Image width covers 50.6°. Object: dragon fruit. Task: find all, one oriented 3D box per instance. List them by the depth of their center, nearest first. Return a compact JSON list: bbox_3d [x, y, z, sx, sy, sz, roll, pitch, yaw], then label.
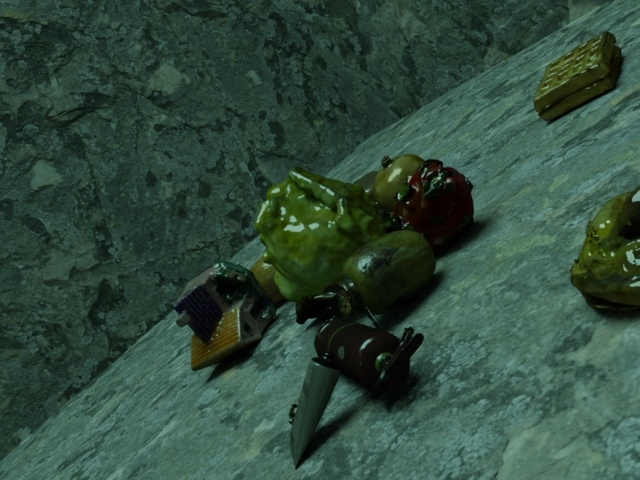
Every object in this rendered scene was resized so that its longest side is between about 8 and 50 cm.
[{"bbox_3d":[0.224,-0.059,1.520,0.269,0.198,0.200,-30,-31,23],"label":"dragon fruit"}]

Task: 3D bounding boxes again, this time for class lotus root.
[{"bbox_3d":[0.117,0.076,1.357,0.278,0.154,0.154,-26,4,-28],"label":"lotus root"}]

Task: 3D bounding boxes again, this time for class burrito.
[{"bbox_3d":[-0.016,0.280,1.258,0.185,0.041,0.045,-56,-20,-59],"label":"burrito"}]

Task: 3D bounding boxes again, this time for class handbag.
[{"bbox_3d":[0.159,-0.115,2.106,0.283,0.149,0.302,-32,9,14],"label":"handbag"}]

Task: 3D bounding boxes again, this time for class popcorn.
[{"bbox_3d":[0.007,-0.017,1.547,0.312,0.312,0.312,-35,11,8],"label":"popcorn"}]

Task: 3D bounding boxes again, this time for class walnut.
[{"bbox_3d":[-0.131,0.105,2.075,0.207,0.159,0.159,-39,9,16],"label":"walnut"}]

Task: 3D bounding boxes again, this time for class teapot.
[{"bbox_3d":[-0.007,0.163,1.651,0.129,0.078,0.098,-33,-31,21],"label":"teapot"}]

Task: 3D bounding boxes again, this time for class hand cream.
[{"bbox_3d":[-0.016,0.271,1.108,0.087,0.054,0.186,-146,75,-79],"label":"hand cream"}]

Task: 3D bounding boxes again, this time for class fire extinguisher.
[{"bbox_3d":[0.082,0.181,1.142,0.141,0.105,0.341,-64,12,-8],"label":"fire extinguisher"}]

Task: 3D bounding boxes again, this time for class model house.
[{"bbox_3d":[-0.277,0.214,1.879,0.202,0.237,0.237,-25,19,23],"label":"model house"}]

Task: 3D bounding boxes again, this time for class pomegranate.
[{"bbox_3d":[0.235,-0.161,1.905,0.196,0.196,0.196,-35,11,8],"label":"pomegranate"}]

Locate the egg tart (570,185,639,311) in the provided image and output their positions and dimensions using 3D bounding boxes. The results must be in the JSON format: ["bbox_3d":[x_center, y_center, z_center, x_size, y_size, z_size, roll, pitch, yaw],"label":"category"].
[{"bbox_3d":[0.448,-0.030,0.881,0.297,0.132,0.297,-33,6,4],"label":"egg tart"}]

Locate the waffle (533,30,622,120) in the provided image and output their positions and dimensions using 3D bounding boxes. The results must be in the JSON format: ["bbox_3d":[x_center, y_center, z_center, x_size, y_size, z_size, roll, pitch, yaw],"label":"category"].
[{"bbox_3d":[0.727,-0.462,1.908,0.224,0.098,0.327,-30,14,38],"label":"waffle"}]
